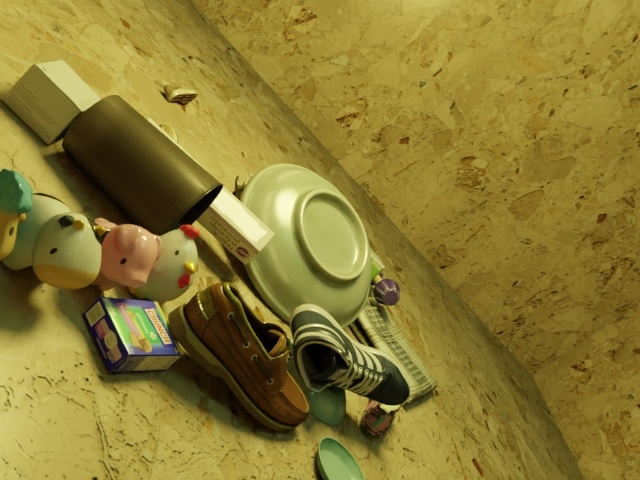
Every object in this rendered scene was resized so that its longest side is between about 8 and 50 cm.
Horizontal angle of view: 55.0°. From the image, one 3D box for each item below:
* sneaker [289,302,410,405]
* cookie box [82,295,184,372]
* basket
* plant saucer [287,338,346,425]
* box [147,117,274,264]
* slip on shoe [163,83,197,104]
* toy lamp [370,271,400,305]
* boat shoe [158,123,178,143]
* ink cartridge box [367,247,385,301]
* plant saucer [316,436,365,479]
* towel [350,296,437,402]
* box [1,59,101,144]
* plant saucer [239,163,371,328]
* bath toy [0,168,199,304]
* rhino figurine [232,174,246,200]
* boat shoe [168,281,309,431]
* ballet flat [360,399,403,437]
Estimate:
[{"bbox_3d":[0.057,0.239,1.109,0.282,0.099,0.153,39,12,-13],"label":"sneaker"},{"bbox_3d":[-0.241,0.123,0.800,0.091,0.040,0.107,55,15,22],"label":"cookie box"},{"bbox_3d":[-0.297,-0.117,1.021,0.227,0.154,0.204,44,-5,-3],"label":"basket"},{"bbox_3d":[-0.005,0.256,1.166,0.195,0.037,0.195,46,15,-16],"label":"plant saucer"},{"bbox_3d":[-0.232,-0.091,1.162,0.324,0.063,0.067,43,45,-8],"label":"box"},{"bbox_3d":[-0.378,-0.397,1.655,0.041,0.051,0.135,53,23,1],"label":"slip on shoe"},{"bbox_3d":[0.179,0.131,1.810,0.080,0.080,0.274,46,4,-13],"label":"toy lamp"},{"bbox_3d":[-0.334,-0.187,1.250,0.072,0.068,0.190,25,27,-33],"label":"boat shoe"},{"bbox_3d":[0.089,0.050,1.744,0.189,0.097,0.255,43,8,-12],"label":"ink cartridge box"},{"bbox_3d":[0.030,0.378,0.999,0.119,0.021,0.119,45,16,-17],"label":"plant saucer"},{"bbox_3d":[0.188,0.272,1.643,0.324,0.056,0.312,54,16,20],"label":"towel"},{"bbox_3d":[-0.434,-0.228,1.005,0.102,0.087,0.101,46,15,-13],"label":"box"},{"bbox_3d":[0.000,0.000,1.354,0.401,0.101,0.400,25,53,-38],"label":"plant saucer"},{"bbox_3d":[-0.277,0.007,0.794,0.151,0.129,0.348,51,13,28],"label":"bath toy"},{"bbox_3d":[-0.129,-0.059,1.436,0.243,0.106,0.073,55,15,16],"label":"rhino figurine"},{"bbox_3d":[-0.088,0.181,0.917,0.307,0.105,0.110,51,5,-38],"label":"boat shoe"},{"bbox_3d":[0.141,0.343,1.288,0.077,0.079,0.221,51,15,6],"label":"ballet flat"}]
